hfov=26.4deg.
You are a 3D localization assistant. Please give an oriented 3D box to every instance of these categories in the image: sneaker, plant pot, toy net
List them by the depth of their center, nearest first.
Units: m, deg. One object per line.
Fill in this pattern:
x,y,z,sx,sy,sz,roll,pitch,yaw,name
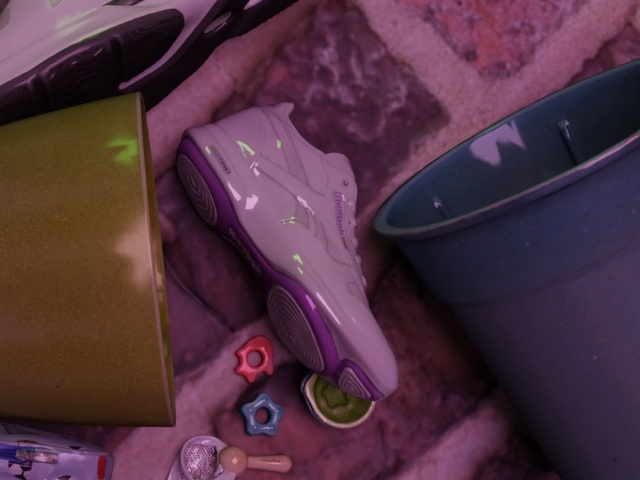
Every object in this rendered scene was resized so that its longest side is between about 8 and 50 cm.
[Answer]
-0.276,0.030,1.100,0.293,0.275,0.275,-6,84,-6,plant pot
-0.206,-0.261,1.234,0.447,0.169,0.257,-35,76,-15,sneaker
0.000,0.000,1.244,0.152,0.114,0.305,-28,79,-26,sneaker
-0.062,0.168,1.252,0.232,0.045,0.122,-38,96,-20,toy net
0.275,0.049,1.254,0.341,0.341,0.334,-33,101,-21,plant pot

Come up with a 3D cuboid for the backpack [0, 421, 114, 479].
-0.279,0.241,1.060,0.263,0.276,0.213,3,76,-12,backpack
